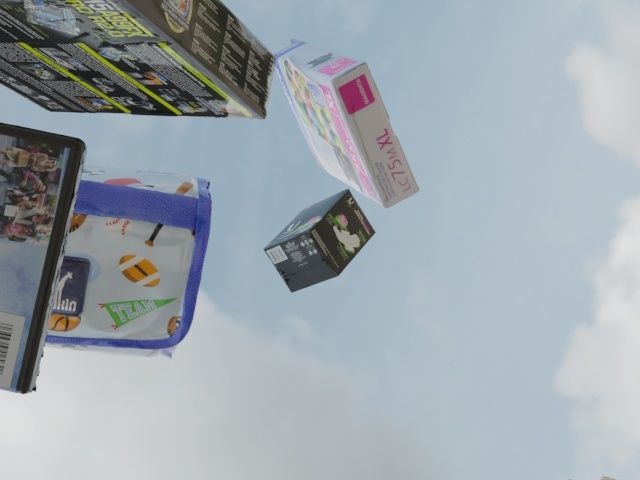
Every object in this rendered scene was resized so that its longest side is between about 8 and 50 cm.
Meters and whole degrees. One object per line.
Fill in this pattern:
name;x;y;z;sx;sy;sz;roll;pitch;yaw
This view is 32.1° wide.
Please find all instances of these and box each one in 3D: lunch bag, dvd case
lunch bag;-0.308;0.013;1.334;0.327;0.385;0.239;7;-107;-12
dvd case;-0.303;-0.007;0.779;0.022;0.253;0.180;44;-123;-84

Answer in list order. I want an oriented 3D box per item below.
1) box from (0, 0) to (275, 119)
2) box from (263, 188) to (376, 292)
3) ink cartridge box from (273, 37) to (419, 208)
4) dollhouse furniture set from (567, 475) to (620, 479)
box;-0.182;-0.161;0.840;0.270;0.216;0.060;32;-116;-67
box;0.000;0.000;1.031;0.052;0.062;0.083;58;-140;-13
ink cartridge box;0.019;-0.167;1.500;0.065;0.311;0.186;-28;-67;-8
dollhouse furniture set;0.292;0.339;1.181;0.123;0.151;0.144;-45;-78;-17
